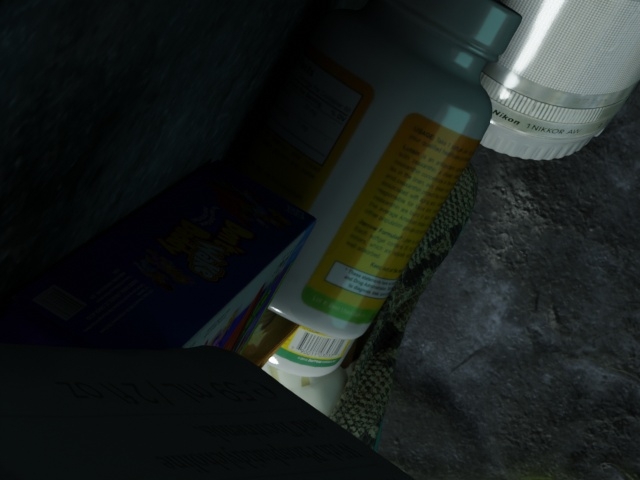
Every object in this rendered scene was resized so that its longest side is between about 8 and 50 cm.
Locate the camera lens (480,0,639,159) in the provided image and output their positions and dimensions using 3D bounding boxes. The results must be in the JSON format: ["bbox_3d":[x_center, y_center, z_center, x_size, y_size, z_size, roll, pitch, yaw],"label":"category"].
[{"bbox_3d":[0.227,-0.238,1.799,0.219,0.219,0.274,-54,174,-45],"label":"camera lens"}]

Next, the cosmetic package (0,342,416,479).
[{"bbox_3d":[-0.035,0.274,0.732,0.327,0.393,0.329,-59,159,8],"label":"cosmetic package"}]

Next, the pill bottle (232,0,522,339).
[{"bbox_3d":[0.030,-0.069,1.287,0.246,0.136,0.136,-59,175,11],"label":"pill bottle"}]

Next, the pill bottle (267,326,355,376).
[{"bbox_3d":[0.010,0.010,1.719,0.208,0.117,0.117,-61,175,29],"label":"pill bottle"}]

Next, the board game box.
[{"bbox_3d":[-0.126,0.101,1.078,0.233,0.078,0.347,-60,175,18],"label":"board game box"}]

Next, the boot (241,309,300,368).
[{"bbox_3d":[-0.033,0.021,1.541,0.211,0.104,0.295,-56,173,36],"label":"boot"}]

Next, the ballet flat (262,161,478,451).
[{"bbox_3d":[0.009,0.076,1.923,0.182,0.164,0.483,46,61,-43],"label":"ballet flat"}]
